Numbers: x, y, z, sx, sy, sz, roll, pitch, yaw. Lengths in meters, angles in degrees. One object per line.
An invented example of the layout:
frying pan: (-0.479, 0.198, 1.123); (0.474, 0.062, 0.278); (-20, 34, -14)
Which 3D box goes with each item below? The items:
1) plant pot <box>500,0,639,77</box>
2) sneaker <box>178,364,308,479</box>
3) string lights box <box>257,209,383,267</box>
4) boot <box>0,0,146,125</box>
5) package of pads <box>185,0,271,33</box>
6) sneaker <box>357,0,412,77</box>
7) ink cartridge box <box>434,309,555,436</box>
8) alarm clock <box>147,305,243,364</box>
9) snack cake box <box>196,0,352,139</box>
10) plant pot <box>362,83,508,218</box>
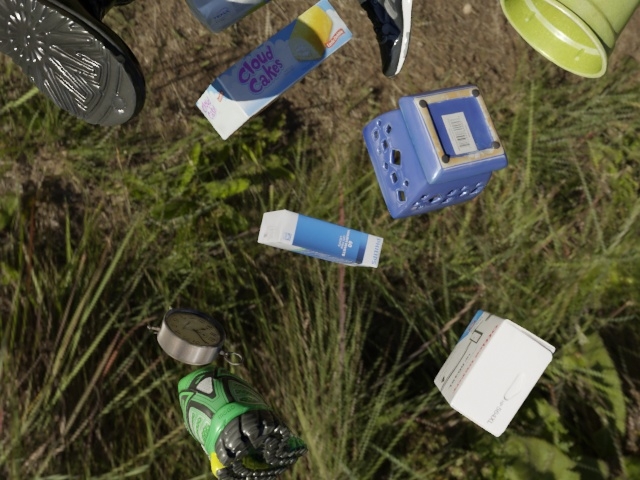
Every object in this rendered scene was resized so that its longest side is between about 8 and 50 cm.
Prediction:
plant pot: (0.567, -0.528, 1.530); (0.254, 0.276, 0.276); (-49, 132, 3)
sneaker: (-0.109, 0.264, 1.027); (0.134, 0.146, 0.344); (-32, 154, -16)
string lights box: (0.000, 0.000, 1.712); (0.259, 0.133, 0.077); (15, 82, -25)
boot: (-0.327, -0.327, 1.060); (0.260, 0.348, 0.131); (-42, 169, -50)
package of pads: (-0.169, -0.529, 1.235); (0.229, 0.297, 0.101); (-31, 174, 4)
sneaker: (0.119, -0.472, 1.459); (0.124, 0.107, 0.283); (2, 109, -3)
ink cartridge box: (0.253, 0.190, 1.097); (0.086, 0.203, 0.148); (33, 89, 3)
alarm clock: (-0.241, 0.202, 1.454); (0.192, 0.129, 0.064); (25, 111, 6)
snack cake box: (-0.084, -0.306, 1.310); (0.264, 0.152, 0.089); (-43, 102, -22)
plant pot: (0.261, -0.207, 1.616); (0.235, 0.236, 0.212); (-14, 168, -23)
